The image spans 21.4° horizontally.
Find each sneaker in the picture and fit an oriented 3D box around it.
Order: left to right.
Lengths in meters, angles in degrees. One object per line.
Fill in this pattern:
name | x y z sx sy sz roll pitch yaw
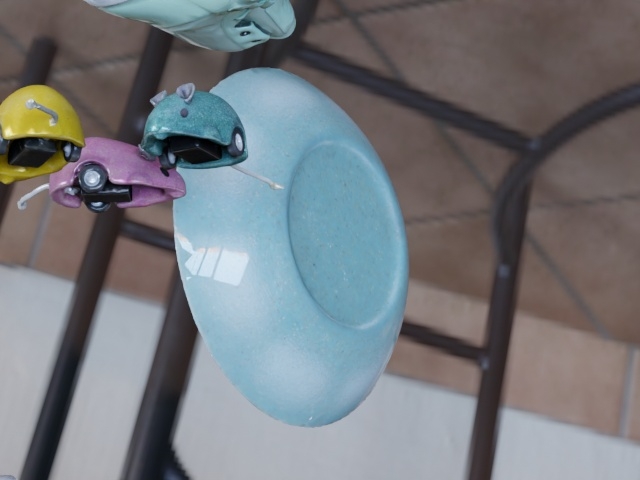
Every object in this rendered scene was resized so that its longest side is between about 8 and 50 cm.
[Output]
sneaker | -0.037 -0.195 1.168 0.255 0.094 0.151 -4 166 39

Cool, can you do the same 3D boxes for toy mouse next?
toy mouse | -0.081 -0.042 0.754 0.143 0.031 0.161 3 163 -24

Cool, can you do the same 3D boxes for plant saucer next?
plant saucer | 0.000 0.000 0.892 0.037 0.195 0.195 -11 143 35

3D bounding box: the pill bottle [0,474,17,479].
pill bottle | -0.193 0.127 0.584 0.180 0.108 0.108 -5 151 -3
